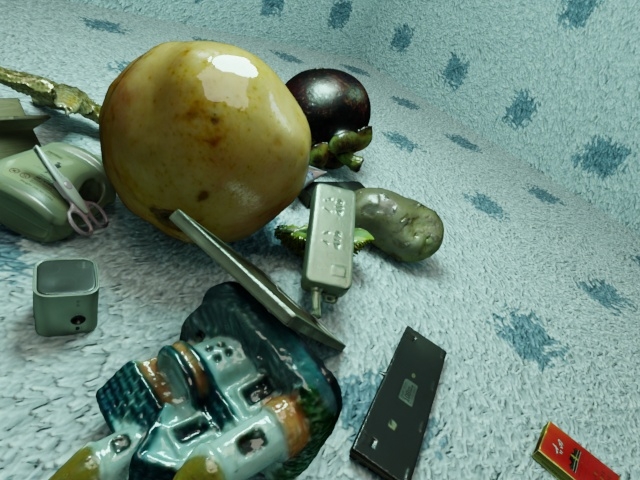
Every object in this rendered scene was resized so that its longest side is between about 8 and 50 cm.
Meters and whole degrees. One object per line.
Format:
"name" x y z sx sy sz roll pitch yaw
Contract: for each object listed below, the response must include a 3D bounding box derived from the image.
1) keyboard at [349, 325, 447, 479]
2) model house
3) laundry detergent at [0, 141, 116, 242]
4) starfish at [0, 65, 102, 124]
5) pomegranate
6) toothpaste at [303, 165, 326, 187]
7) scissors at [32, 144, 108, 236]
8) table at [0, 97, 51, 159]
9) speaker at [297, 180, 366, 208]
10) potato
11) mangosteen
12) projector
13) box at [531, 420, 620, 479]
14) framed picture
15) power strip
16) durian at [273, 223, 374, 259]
"keyboard" 0.140 0.262 0.741 0.106 0.027 0.317 32 34 10
"model house" -0.163 0.209 0.514 0.291 0.185 0.253 -20 54 -41
"laundry detergent" -0.501 -0.110 0.846 0.181 0.091 0.253 31 31 -9
"starfish" -0.583 -0.323 1.029 0.431 0.083 0.324 24 0 5
"pomegranate" -0.212 -0.197 0.864 0.410 0.412 0.412 15 33 -10
"toothpaste" -0.038 -0.175 1.186 0.067 0.043 0.194 20 26 8
"scissors" -0.448 -0.089 0.772 0.176 0.022 0.085 59 20 -13
"table" -0.676 -0.218 0.869 0.167 0.167 0.226 27 24 9
"speaker" 0.040 -0.132 1.240 0.217 0.044 0.082 -4 40 -33
"potato" 0.184 -0.047 1.106 0.262 0.165 0.165 31 33 7
"mangosteen" 0.010 -0.383 1.380 0.329 0.330 0.330 15 33 -10
"projector" -0.378 0.082 0.649 0.083 0.082 0.083 0 38 -31
"box" 0.432 0.383 0.736 0.133 0.023 0.090 39 34 25
"framed picture" -0.079 0.080 0.693 0.240 0.020 0.324 38 -7 22
"power strip" 0.016 0.017 0.865 0.093 0.053 0.288 13 57 -12
"durian" -0.002 0.009 0.970 0.220 0.096 0.137 8 -1 -17
